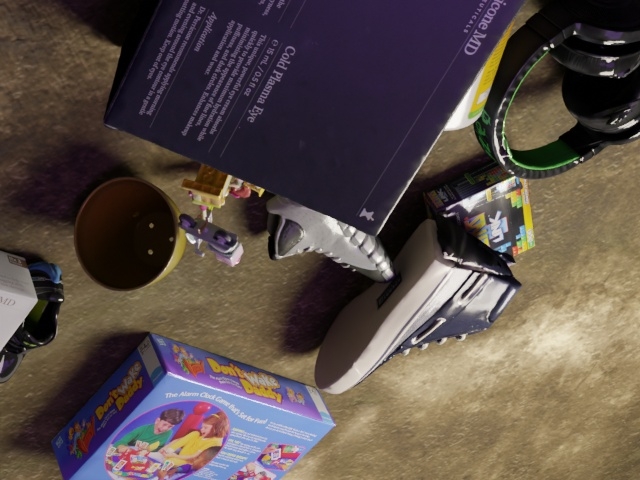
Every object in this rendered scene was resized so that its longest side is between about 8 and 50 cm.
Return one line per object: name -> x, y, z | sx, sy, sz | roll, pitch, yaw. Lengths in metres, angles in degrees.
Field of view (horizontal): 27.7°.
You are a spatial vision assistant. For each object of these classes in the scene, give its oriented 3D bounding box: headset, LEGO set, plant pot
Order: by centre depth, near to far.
plant pot -> -0.212, -0.004, 1.553 | 0.134, 0.134, 0.095 | -41, 164, 12
LEGO set -> -0.069, -0.093, 1.556 | 0.287, 0.132, 0.107 | -47, 163, -23
headset -> 0.379, -0.217, 1.628 | 0.394, 0.185, 0.243 | -37, 140, -6

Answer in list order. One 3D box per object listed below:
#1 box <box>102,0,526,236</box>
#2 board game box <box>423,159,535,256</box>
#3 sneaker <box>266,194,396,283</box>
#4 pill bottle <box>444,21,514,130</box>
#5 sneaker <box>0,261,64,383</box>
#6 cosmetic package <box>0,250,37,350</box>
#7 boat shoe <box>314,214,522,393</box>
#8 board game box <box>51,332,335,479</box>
box -> -0.005, -0.229, 1.313 | 0.312, 0.179, 0.343 | 24, 120, -15
board game box -> 0.226, -0.029, 1.836 | 0.141, 0.048, 0.170 | -26, 140, -7
sneaker -> 0.000, 0.000, 1.715 | 0.132, 0.086, 0.228 | -31, 130, 8
pill bottle -> 0.153, -0.261, 1.486 | 0.136, 0.136, 0.245 | -7, 134, -25
sneaker -> -0.370, 0.110, 1.597 | 0.067, 0.078, 0.188 | 12, 126, -39
cosmetic package -> -0.449, 0.111, 1.546 | 0.117, 0.085, 0.231 | 19, 121, -40
boat shoe -> 0.138, 0.120, 1.830 | 0.158, 0.127, 0.340 | 22, 130, -23
board game box -> -0.177, 0.279, 1.885 | 0.233, 0.078, 0.347 | -46, 137, 18
